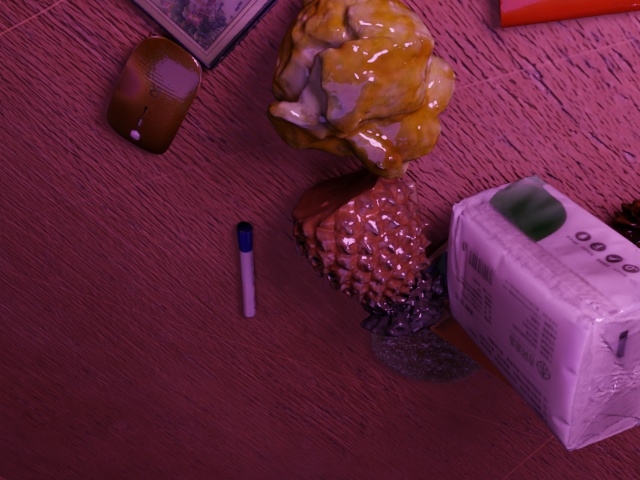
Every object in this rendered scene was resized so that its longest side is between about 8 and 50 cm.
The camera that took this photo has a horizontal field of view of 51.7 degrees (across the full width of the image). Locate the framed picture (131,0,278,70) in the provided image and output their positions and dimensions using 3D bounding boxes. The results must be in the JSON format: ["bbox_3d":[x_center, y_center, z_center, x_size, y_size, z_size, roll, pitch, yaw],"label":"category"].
[{"bbox_3d":[-0.184,-0.381,1.000,0.199,0.010,0.195,40,123,-20],"label":"framed picture"}]

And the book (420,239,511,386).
[{"bbox_3d":[0.355,0.133,1.289,0.374,0.028,0.262,36,122,-16],"label":"book"}]

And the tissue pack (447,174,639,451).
[{"bbox_3d":[0.355,0.095,1.027,0.193,0.356,0.266,-15,125,-14],"label":"tissue pack"}]

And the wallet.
[{"bbox_3d":[0.334,-0.356,0.860,0.204,0.045,0.142,-2,131,18],"label":"wallet"}]

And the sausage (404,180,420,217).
[{"bbox_3d":[0.170,-0.051,1.205,0.024,0.024,0.132,0,131,17],"label":"sausage"}]

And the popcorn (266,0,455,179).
[{"bbox_3d":[0.062,-0.223,0.935,0.276,0.226,0.276,17,167,4],"label":"popcorn"}]

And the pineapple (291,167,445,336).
[{"bbox_3d":[0.111,0.054,1.169,0.222,0.223,0.357,-17,117,29],"label":"pineapple"}]

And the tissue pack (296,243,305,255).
[{"bbox_3d":[0.000,0.000,1.275,0.083,0.063,0.035,0,134,16],"label":"tissue pack"}]

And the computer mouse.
[{"bbox_3d":[-0.291,-0.242,1.147,0.125,0.056,0.245,32,134,-12],"label":"computer mouse"}]

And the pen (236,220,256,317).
[{"bbox_3d":[-0.156,0.069,1.407,0.033,0.033,0.269,10,133,8],"label":"pen"}]

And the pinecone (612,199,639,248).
[{"bbox_3d":[0.566,0.065,1.019,0.246,0.292,0.246,2,173,0],"label":"pinecone"}]

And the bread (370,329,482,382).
[{"bbox_3d":[0.236,0.226,1.430,0.266,0.040,0.267,8,133,9],"label":"bread"}]
